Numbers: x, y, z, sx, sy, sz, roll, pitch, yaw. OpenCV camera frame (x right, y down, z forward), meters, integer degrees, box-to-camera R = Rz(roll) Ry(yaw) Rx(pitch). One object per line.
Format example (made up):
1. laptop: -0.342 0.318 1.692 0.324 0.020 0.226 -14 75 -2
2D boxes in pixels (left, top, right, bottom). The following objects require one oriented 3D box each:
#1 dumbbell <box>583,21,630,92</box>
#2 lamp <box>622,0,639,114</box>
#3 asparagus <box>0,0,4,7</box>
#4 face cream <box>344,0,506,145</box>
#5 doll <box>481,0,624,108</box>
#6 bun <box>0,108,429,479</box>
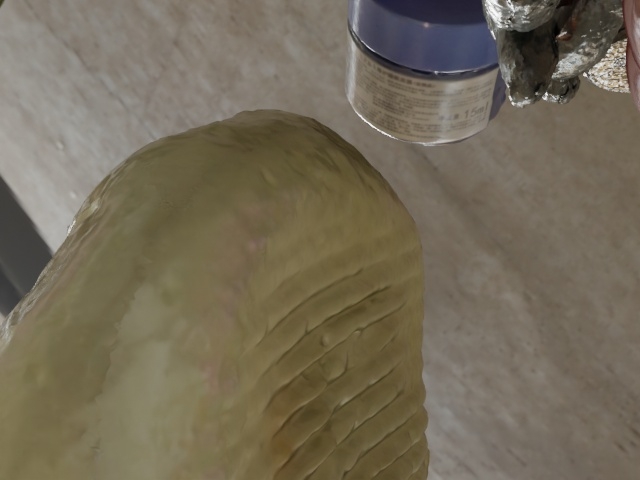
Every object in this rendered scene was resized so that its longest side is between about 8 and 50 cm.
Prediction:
1. dumbbell: 0.530 -0.438 1.859 0.204 0.203 0.322 107 162 -64
2. lamp: 0.247 -0.123 0.513 0.227 0.227 0.227 39 155 22
3. asparagus: -0.220 -0.206 0.727 0.060 0.278 0.067 32 -175 -9
4. face cream: 0.158 -0.292 1.536 0.249 0.249 0.225 38 146 24
5. doll: 0.213 -0.231 0.925 0.158 0.246 0.340 6 179 10
6. bun: -0.071 0.097 0.599 0.213 0.361 0.361 2 135 25
